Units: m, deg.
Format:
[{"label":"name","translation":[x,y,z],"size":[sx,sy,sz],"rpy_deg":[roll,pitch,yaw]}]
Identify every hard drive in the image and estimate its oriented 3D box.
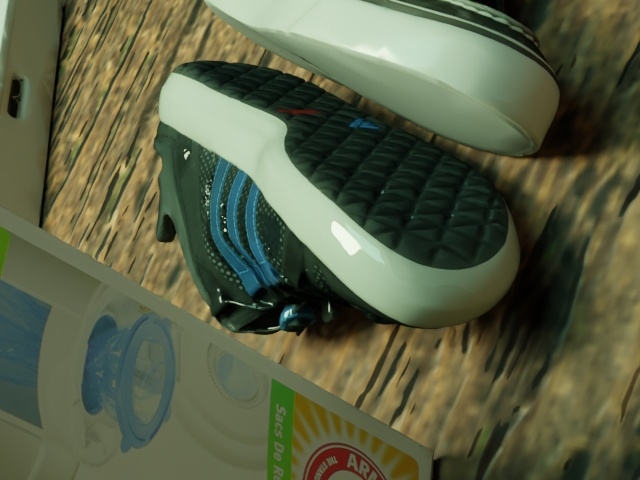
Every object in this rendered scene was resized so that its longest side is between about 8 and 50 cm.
[{"label":"hard drive","translation":[-0.261,0.006,0.896],"size":[0.307,0.040,0.203],"rpy_deg":[-38,37,31]}]

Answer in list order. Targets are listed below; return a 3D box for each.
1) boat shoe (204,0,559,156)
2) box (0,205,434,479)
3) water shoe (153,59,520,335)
[{"label":"boat shoe","translation":[0.021,-0.087,0.529],"size":[0.070,0.078,0.219],"rpy_deg":[-59,29,3]},{"label":"box","translation":[-0.076,0.080,0.403],"size":[0.103,0.203,0.114],"rpy_deg":[-30,39,38]},{"label":"water shoe","translation":[0.000,0.000,0.514],"size":[0.203,0.073,0.080],"rpy_deg":[-137,53,-58]}]
